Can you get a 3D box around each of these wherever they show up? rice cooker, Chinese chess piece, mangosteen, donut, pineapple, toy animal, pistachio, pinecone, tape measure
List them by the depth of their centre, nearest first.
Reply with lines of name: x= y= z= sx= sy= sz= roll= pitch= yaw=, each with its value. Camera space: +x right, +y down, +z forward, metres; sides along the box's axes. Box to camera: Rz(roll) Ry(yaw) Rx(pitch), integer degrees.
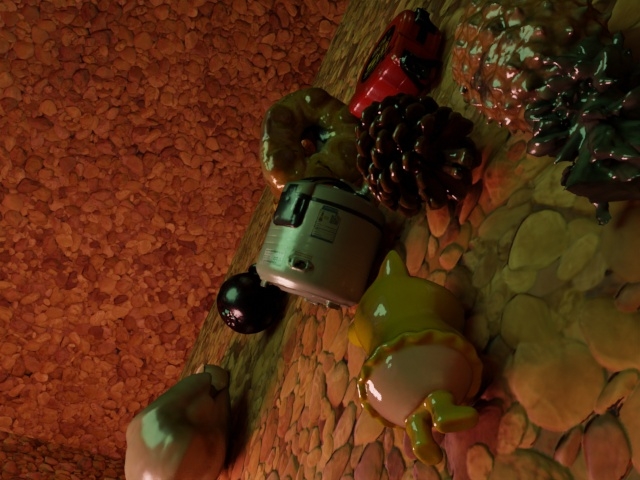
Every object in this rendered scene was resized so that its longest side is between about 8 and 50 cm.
pineapple: x=0.249 y=-0.150 z=0.427 sx=0.169 sy=0.169 sz=0.340 roll=-56 pitch=28 yaw=32
toy animal: x=0.102 y=0.130 z=0.498 sx=0.156 sy=0.156 sz=0.229 roll=-60 pitch=21 yaw=21
pinecone: x=0.143 y=-0.123 z=0.645 sx=0.168 sy=0.186 sz=0.212 roll=-48 pitch=37 yaw=10
rice cooker: x=0.000 y=0.000 z=0.828 sx=0.243 sy=0.226 sz=0.226 roll=-70 pitch=17 yaw=-6
tape measure: x=0.181 y=-0.408 z=1.010 sx=0.253 sy=0.114 sz=0.260 roll=-35 pitch=32 yaw=60
donut: x=-0.024 y=-0.241 z=1.131 sx=0.317 sy=0.299 sz=0.150 roll=-47 pitch=-4 yaw=-18
pistachio: x=-0.391 y=0.548 z=1.196 sx=0.365 sy=0.281 sz=0.445 roll=-57 pitch=11 yaw=-23
mangosteen: x=-0.212 y=0.184 z=1.307 sx=0.209 sy=0.210 sz=0.209 roll=-56 pitch=20 yaw=32
Chinese chess piece: x=-0.426 y=0.581 z=1.563 sx=0.257 sy=0.104 sz=0.257 roll=-55 pitch=21 yaw=33

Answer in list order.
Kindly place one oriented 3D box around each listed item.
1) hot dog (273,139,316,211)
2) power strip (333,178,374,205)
hot dog: x=-0.031 y=-0.179 z=1.282 sx=0.150 sy=0.153 sz=0.256 roll=-3 pitch=67 yaw=67
power strip: x=0.020 y=-0.022 z=1.015 sx=0.338 sy=0.098 sz=0.058 roll=-51 pitch=20 yaw=40
